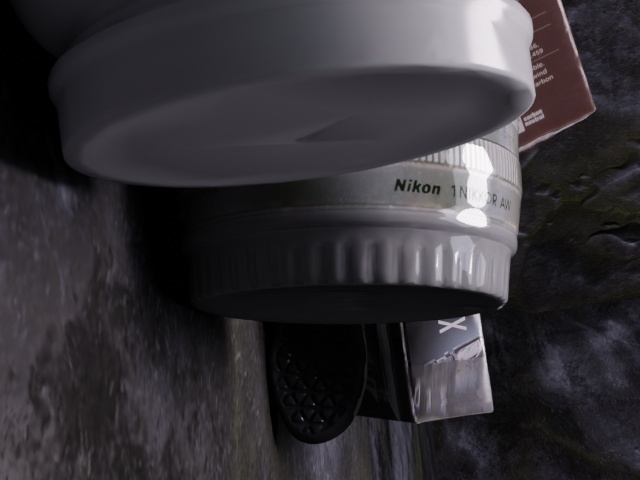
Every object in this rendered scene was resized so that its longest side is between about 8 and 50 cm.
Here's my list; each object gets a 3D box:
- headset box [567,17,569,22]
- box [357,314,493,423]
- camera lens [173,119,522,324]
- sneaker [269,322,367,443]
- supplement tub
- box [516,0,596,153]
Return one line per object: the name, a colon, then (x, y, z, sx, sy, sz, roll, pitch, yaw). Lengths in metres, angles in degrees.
headset box: (0.106, -0.175, 1.179, 0.218, 0.293, 0.110, -168, -110, -72)
box: (0.056, 0.044, 0.987, 0.307, 0.076, 0.242, 156, -72, -74)
camera lens: (0.016, -0.092, 0.670, 0.219, 0.219, 0.274, 49, 40, -76)
sneaker: (0.001, 0.074, 0.930, 0.097, 0.084, 0.234, 71, 13, -60)
supplement tub: (-0.029, -0.202, 0.456, 0.235, 0.235, 0.325, 34, 47, -80)
box: (0.093, -0.271, 0.901, 0.381, 0.143, 0.191, 62, 2, -27)
